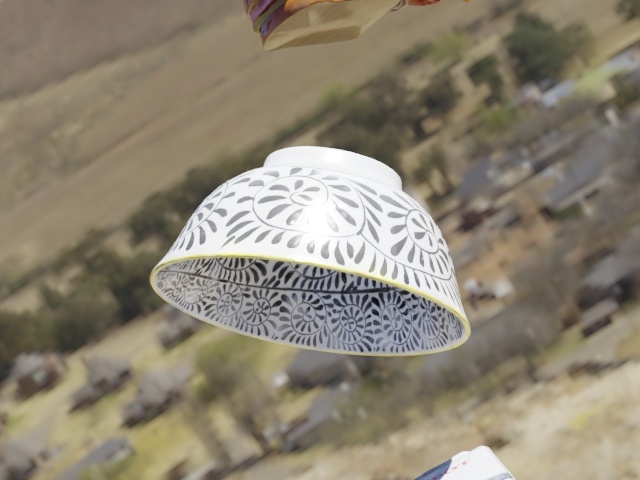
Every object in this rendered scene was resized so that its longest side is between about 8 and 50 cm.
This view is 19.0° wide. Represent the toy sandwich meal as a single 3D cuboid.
[{"bbox_3d":[0.016,-0.089,0.688,0.086,0.029,0.085,-7,-13,-2],"label":"toy sandwich meal"}]

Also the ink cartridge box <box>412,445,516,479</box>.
[{"bbox_3d":[0.062,0.169,0.949,0.109,0.063,0.150,-28,10,-2],"label":"ink cartridge box"}]

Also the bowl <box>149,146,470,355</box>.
[{"bbox_3d":[0.000,0.000,1.007,0.170,0.170,0.080,-16,60,54],"label":"bowl"}]
